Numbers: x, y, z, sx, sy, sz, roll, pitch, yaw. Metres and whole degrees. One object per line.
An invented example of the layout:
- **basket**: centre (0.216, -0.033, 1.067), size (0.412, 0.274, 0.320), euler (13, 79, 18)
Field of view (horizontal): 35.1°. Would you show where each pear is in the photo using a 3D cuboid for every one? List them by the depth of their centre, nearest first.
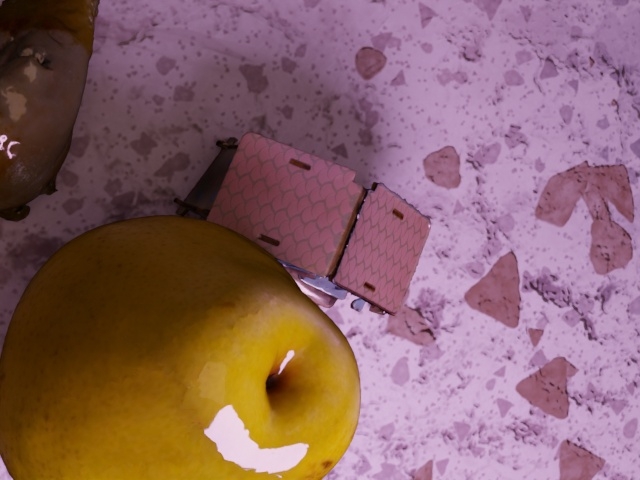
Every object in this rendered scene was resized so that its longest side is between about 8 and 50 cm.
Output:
- **pear**: centre (-0.160, 0.152, 1.070), size (0.362, 0.418, 0.363), euler (6, 80, -41)

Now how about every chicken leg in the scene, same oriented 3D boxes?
- **chicken leg**: centre (-0.314, -0.234, 1.171), size (0.201, 0.152, 0.429), euler (32, 76, -31)

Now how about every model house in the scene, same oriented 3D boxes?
- **model house**: centre (0.000, 0.000, 1.237), size (0.326, 0.244, 0.169), euler (28, 81, -20)
